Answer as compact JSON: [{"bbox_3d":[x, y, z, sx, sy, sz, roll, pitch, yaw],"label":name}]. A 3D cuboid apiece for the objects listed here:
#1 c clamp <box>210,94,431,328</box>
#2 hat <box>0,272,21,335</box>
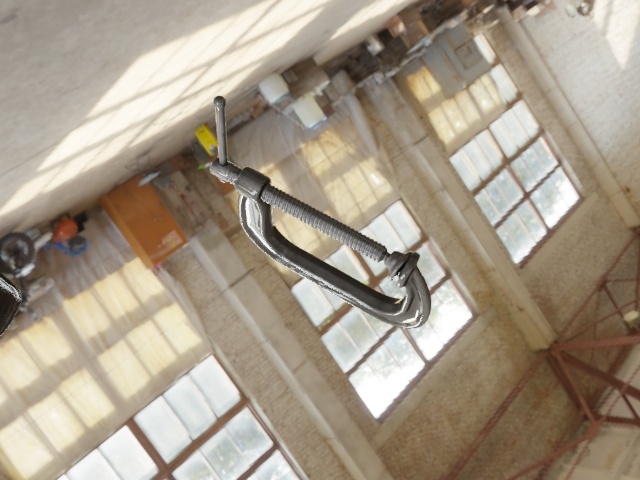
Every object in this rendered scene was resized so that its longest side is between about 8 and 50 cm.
[{"bbox_3d":[0.000,0.000,0.379,0.022,0.160,0.137,-56,173,-26],"label":"c clamp"},{"bbox_3d":[-0.538,0.122,0.778,0.331,0.134,0.331,-13,148,-9],"label":"hat"}]
